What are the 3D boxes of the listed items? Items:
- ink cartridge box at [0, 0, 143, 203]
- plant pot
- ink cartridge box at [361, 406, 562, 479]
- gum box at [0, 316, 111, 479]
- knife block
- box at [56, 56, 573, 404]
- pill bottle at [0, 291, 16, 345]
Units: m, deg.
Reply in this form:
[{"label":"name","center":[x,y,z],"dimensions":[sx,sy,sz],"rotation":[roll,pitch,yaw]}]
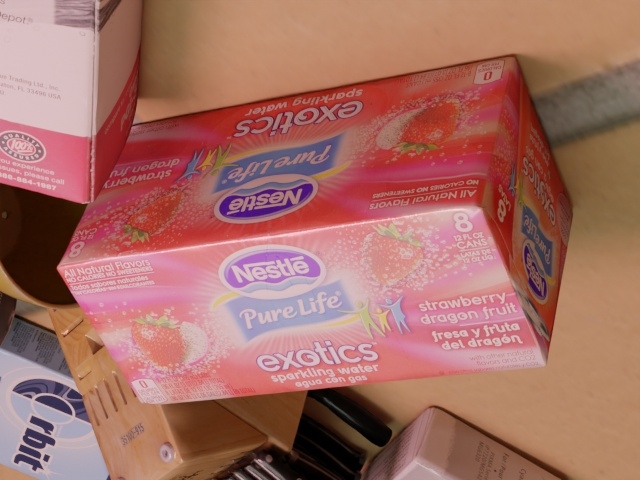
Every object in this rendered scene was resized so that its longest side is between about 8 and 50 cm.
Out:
[{"label":"ink cartridge box","center":[-0.215,-0.178,0.968],"dimensions":[0.207,0.117,0.283],"rotation":[15,136,3]},{"label":"plant pot","center":[-0.214,-0.018,1.129],"dimensions":[0.095,0.134,0.134],"rotation":[-2,135,41]},{"label":"ink cartridge box","center":[0.124,0.293,1.359],"dimensions":[0.261,0.066,0.296],"rotation":[29,135,-10]},{"label":"gum box","center":[-0.228,0.146,1.342],"dimensions":[0.184,0.041,0.157],"rotation":[24,135,-5]},{"label":"knife block","center":[-0.067,0.112,1.245],"dimensions":[0.088,0.242,0.276],"rotation":[-38,69,39]},{"label":"box","center":[0.000,0.000,1.050],"dimensions":[0.300,0.154,0.142],"rotation":[-7,130,25]},{"label":"pill bottle","center":[-0.342,0.007,1.137],"dimensions":[0.130,0.130,0.245],"rotation":[-12,145,27]}]
